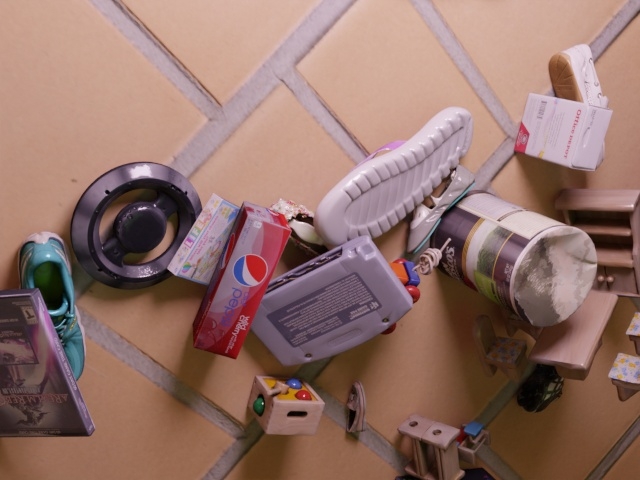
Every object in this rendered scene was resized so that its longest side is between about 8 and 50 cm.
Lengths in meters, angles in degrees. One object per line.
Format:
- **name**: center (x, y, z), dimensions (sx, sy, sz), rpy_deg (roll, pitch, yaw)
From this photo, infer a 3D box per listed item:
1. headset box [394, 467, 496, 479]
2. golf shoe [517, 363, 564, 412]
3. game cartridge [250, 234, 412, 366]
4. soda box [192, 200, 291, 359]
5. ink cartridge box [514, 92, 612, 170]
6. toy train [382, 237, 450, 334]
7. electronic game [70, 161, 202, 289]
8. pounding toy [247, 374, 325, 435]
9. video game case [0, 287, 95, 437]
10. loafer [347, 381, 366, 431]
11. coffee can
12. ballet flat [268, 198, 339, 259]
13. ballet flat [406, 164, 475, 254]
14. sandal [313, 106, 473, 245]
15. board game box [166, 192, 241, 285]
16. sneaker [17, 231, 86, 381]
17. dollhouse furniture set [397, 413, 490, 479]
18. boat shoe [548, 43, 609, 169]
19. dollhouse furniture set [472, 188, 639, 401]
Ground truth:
- **headset box**: center (0.319, 0.656, 1.672), dimensions (0.283, 0.246, 0.131), rpy_deg (4, 107, -26)
- **golf shoe**: center (0.568, 0.340, 1.791), dimensions (0.094, 0.077, 0.198), rpy_deg (32, 99, -42)
- **game cartridge**: center (0.013, 0.127, 1.368), dimensions (0.294, 0.060, 0.196), rpy_deg (-27, 115, 18)
- **soda box**: center (-0.142, 0.071, 1.276), dimensions (0.083, 0.092, 0.263), rpy_deg (19, 106, -18)
- **ink cartridge box**: center (0.493, -0.223, 1.484), dimensions (0.072, 0.175, 0.127), rpy_deg (5, 106, -28)
- **toy train**: center (0.125, 0.062, 1.409), dimensions (0.143, 0.105, 0.248), rpy_deg (20, 121, -23)
- **electronic game**: center (-0.307, -0.023, 1.231), dimensions (0.229, 0.048, 0.229), rpy_deg (-14, 118, -28)
- **pounding toy**: center (-0.075, 0.313, 1.420), dimensions (0.141, 0.130, 0.100), rpy_deg (10, 103, -29)
- **video game case**: center (-0.494, 0.204, 1.169), dimensions (0.196, 0.026, 0.274), rpy_deg (-5, 115, 16)
- **loafer**: center (0.075, 0.364, 1.565), dimensions (0.039, 0.045, 0.125), rpy_deg (-11, 115, -15)
- **coffee can**: center (0.380, 0.028, 1.459), dimensions (0.201, 0.275, 0.202), rpy_deg (-9, 111, -23)
- **ballet flat**: center (0.000, 0.000, 1.377), dimensions (0.241, 0.077, 0.091), rpy_deg (24, 97, -32)
- **ballet flat**: center (0.229, -0.068, 1.482), dimensions (0.068, 0.072, 0.213), rpy_deg (42, 86, -4)
- **sandal**: center (0.133, -0.126, 1.393), dimensions (0.416, 0.102, 0.169), rpy_deg (-33, 135, -27)
- **board game box**: center (-0.193, 0.001, 1.284), dimensions (0.154, 0.026, 0.103), rpy_deg (-58, 150, 2)
- **sneaker**: center (-0.443, 0.125, 1.182), dimensions (0.107, 0.110, 0.275), rpy_deg (-12, 113, -23)
- **dollhouse furniture set**: center (0.286, 0.451, 1.671), dimensions (0.183, 0.129, 0.129), rpy_deg (-32, 122, -41)
- **boat shoe**: center (0.573, -0.283, 1.548), dimensions (0.096, 0.098, 0.277), rpy_deg (-29, 117, -14)
- **dollhouse furniture set**: center (0.560, 0.101, 1.542), dimensions (0.394, 0.362, 0.256), rpy_deg (-47, 127, -37)
